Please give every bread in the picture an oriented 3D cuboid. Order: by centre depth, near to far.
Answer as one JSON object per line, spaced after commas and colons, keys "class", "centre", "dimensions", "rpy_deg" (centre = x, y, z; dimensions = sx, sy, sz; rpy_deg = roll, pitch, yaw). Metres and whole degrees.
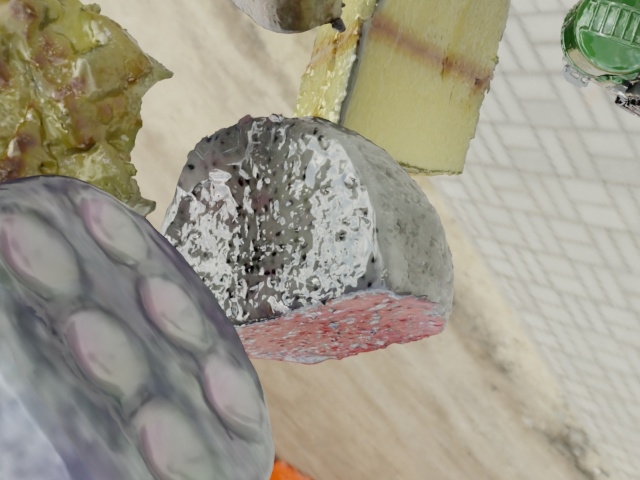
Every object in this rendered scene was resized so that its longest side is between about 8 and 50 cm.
{"class": "bread", "centre": [0.149, -0.233, 1.383], "dimensions": [0.404, 0.346, 0.242], "rpy_deg": [7, 175, -27]}

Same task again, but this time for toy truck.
{"class": "toy truck", "centre": [0.282, -0.179, 0.962], "dimensions": [0.125, 0.101, 0.242], "rpy_deg": [28, -170, 5]}

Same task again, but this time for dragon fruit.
{"class": "dragon fruit", "centre": [0.000, 0.000, 1.034], "dimensions": [0.283, 0.204, 0.221], "rpy_deg": [-17, 156, 36]}

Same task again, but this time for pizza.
{"class": "pizza", "centre": [-0.244, -0.104, 0.908], "dimensions": [0.223, 0.324, 0.089], "rpy_deg": [7, 177, -11]}

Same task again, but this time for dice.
{"class": "dice", "centre": [-0.214, 0.132, 0.705], "dimensions": [0.270, 0.271, 0.270], "rpy_deg": [55, -161, 0]}

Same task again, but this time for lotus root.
{"class": "lotus root", "centre": [-0.036, -0.326, 1.089], "dimensions": [0.074, 0.170, 0.261], "rpy_deg": [79, -173, -55]}
